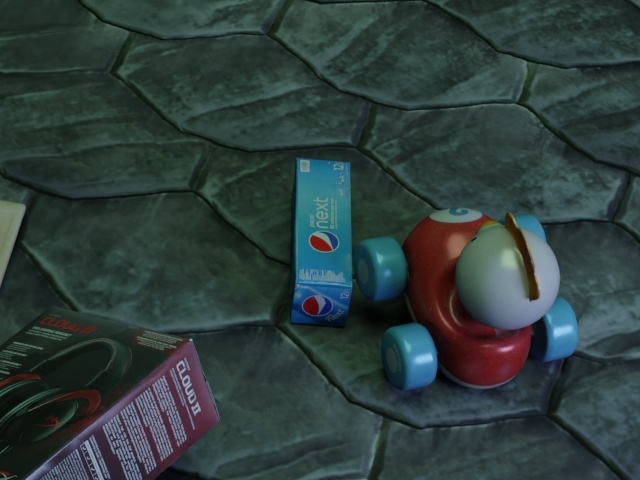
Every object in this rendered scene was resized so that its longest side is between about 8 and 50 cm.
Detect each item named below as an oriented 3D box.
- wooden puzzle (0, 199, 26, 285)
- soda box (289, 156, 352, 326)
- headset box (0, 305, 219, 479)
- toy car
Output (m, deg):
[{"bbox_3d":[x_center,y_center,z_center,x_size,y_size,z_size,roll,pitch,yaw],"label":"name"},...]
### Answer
[{"bbox_3d":[-0.467,0.014,2.103,0.221,0.044,0.239,9,45,1],"label":"wooden puzzle"},{"bbox_3d":[0.000,0.000,2.170,0.067,0.071,0.210,5,45,-4],"label":"soda box"},{"bbox_3d":[-0.263,0.185,1.867,0.218,0.110,0.293,11,38,40],"label":"headset box"},{"bbox_3d":[0.187,0.032,2.025,0.219,0.238,0.210,-9,67,-21],"label":"toy car"}]
